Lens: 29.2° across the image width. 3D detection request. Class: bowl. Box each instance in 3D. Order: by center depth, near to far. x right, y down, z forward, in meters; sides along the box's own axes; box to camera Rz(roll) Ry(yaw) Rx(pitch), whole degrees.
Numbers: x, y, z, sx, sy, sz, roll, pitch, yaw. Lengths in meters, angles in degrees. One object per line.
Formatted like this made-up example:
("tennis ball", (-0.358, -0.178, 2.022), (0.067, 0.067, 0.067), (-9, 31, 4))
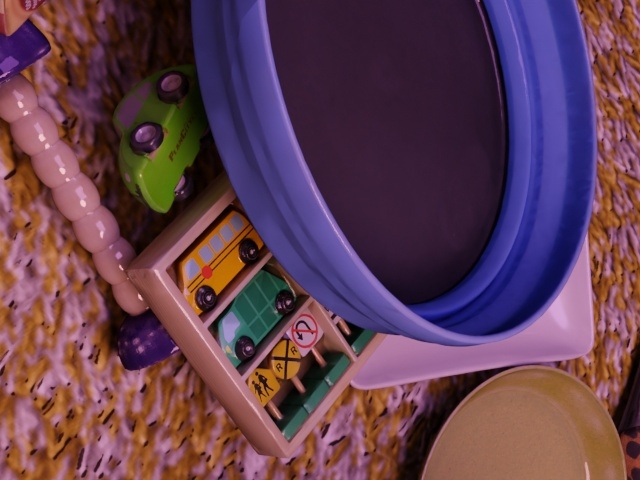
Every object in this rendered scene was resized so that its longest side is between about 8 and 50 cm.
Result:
("bowl", (0.064, -0.122, 0.849), (0.391, 0.077, 0.391), (13, 72, -48))

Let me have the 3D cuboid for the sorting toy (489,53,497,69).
("sorting toy", (0.153, -0.117, 1.020), (0.062, 0.012, 0.083), (-11, 97, -31))

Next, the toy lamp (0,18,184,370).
("toy lamp", (-0.169, -0.045, 0.805), (0.080, 0.080, 0.275), (-42, 110, -29))

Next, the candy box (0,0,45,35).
("candy box", (-0.169, -0.299, 0.771), (0.183, 0.087, 0.316), (34, 64, 4))

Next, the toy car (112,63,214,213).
("toy car", (-0.087, -0.122, 0.830), (0.225, 0.053, 0.239), (-66, 151, -25))

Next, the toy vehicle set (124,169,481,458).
("toy vehicle set", (0.000, 0.000, 0.872), (0.267, 0.035, 0.166), (-49, 116, -33))

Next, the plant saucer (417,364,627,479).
("plant saucer", (0.164, 0.224, 1.040), (0.241, 0.037, 0.241), (0, 90, -34))

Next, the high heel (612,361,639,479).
("high heel", (0.397, 0.192, 1.104), (0.093, 0.261, 0.186), (63, 45, -59))

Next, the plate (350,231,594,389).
("plate", (0.112, -0.029, 1.021), (0.277, 0.045, 0.278), (-4, 89, -36))
